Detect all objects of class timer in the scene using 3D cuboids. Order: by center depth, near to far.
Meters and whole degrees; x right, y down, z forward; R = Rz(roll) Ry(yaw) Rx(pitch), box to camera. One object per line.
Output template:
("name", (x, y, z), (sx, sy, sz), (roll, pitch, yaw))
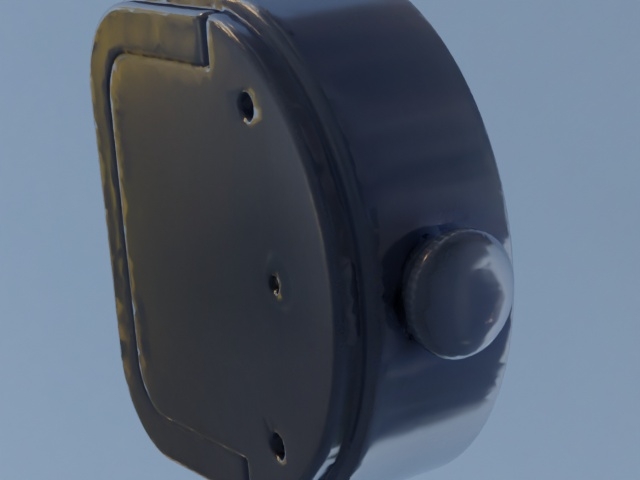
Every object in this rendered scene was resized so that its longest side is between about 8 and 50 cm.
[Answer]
("timer", (0.000, 0.000, 1.301), (0.395, 0.173, 0.395), (27, -57, 53))
